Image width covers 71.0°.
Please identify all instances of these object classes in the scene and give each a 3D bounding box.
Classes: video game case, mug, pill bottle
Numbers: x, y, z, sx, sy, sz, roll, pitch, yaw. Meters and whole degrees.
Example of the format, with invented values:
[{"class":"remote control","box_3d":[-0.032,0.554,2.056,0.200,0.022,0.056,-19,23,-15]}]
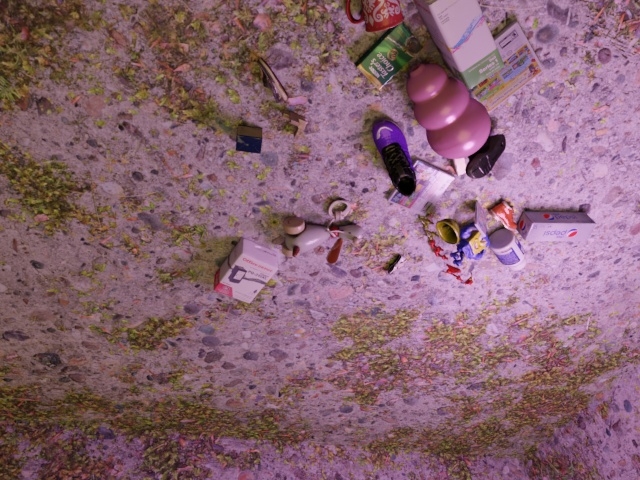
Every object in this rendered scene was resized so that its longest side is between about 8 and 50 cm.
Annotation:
[{"class":"video game case","box_3d":[0.638,-0.086,1.787,0.011,0.121,0.087,-16,134,38]},{"class":"mug","box_3d":[0.143,-0.677,1.242,0.151,0.113,0.169,-18,126,4]},{"class":"video game case","box_3d":[0.383,-0.200,1.719,0.184,0.023,0.201,19,125,-22]},{"class":"video game case","box_3d":[0.579,-0.551,1.458,0.227,0.026,0.206,-38,124,20]},{"class":"pill bottle","box_3d":[0.806,0.045,1.920,0.112,0.111,0.187,-34,125,18]}]

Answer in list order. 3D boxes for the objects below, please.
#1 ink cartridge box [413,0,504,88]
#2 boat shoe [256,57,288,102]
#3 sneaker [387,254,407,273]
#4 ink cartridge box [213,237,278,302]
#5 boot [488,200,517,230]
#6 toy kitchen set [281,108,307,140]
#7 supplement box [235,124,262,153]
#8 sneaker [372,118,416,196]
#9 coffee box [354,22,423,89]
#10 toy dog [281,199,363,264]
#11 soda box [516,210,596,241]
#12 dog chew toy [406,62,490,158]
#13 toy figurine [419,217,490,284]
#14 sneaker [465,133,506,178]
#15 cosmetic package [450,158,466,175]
[{"class":"ink cartridge box","box_3d":[0.383,-0.603,1.273,0.117,0.201,0.278,-32,126,16]},{"class":"boat shoe","box_3d":[-0.155,-0.489,1.386,0.049,0.056,0.152,-30,127,10]},{"class":"sneaker","box_3d":[0.334,0.111,1.955,0.044,0.040,0.109,21,124,-25]},{"class":"ink cartridge box","box_3d":[-0.305,0.127,1.839,0.172,0.100,0.237,25,122,-26]},{"class":"boot","box_3d":[0.768,-0.099,1.835,0.158,0.059,0.084,32,114,-28]},{"class":"toy kitchen set","box_3d":[-0.095,-0.374,1.480,0.084,0.068,0.075,17,125,-20]},{"class":"supplement box","box_3d":[-0.235,-0.335,1.482,0.084,0.083,0.056,5,128,-12]},{"class":"sneaker","box_3d":[0.268,-0.274,1.548,0.102,0.146,0.293,-22,123,17]},{"class":"coffee box","box_3d":[0.209,-0.568,1.382,0.184,0.040,0.113,-39,124,22]},{"class":"toy dog","box_3d":[0.000,0.000,1.739,0.334,0.160,0.220,-19,129,7]},{"class":"soda box","box_3d":[0.978,-0.059,1.872,0.287,0.091,0.097,0,128,-8]},{"class":"dog chew toy","box_3d":[0.395,-0.419,1.435,0.207,0.206,0.332,-36,118,20]},{"class":"toy figurine","box_3d":[0.593,-0.016,1.860,0.217,0.191,0.362,-41,121,-14]},{"class":"sneaker","box_3d":[0.541,-0.292,1.568,0.130,0.227,0.087,10,140,45]},{"class":"cosmetic package","box_3d":[0.496,-0.299,1.630,0.041,0.060,0.115,-21,130,11]}]
